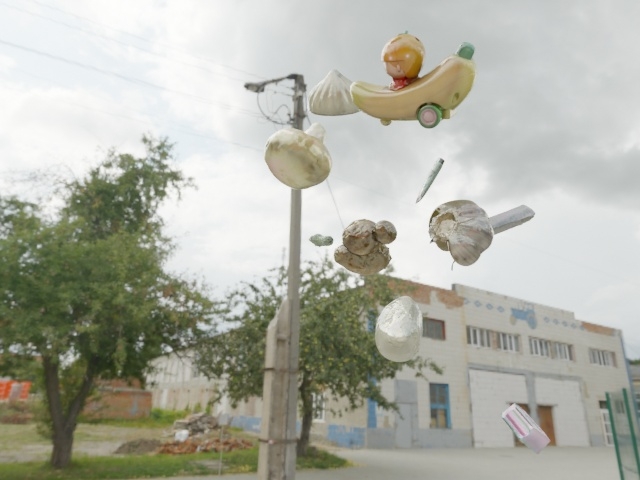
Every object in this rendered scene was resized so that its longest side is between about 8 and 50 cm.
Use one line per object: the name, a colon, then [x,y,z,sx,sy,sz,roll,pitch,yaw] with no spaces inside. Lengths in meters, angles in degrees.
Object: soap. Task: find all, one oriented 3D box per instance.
soap: [0.567,0.518,1.220,0.100,0.056,0.149,41,6,-9]

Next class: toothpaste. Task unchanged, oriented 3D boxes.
toothpaste: [0.493,-0.269,1.983,0.039,0.239,0.062,31,-12,-2]

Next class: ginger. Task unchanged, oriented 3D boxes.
ginger: [0.181,0.020,1.739,0.244,0.155,0.304,6,-31,-2]

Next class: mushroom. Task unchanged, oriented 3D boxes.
mushroom: [-0.089,-0.402,2.178,0.353,0.325,0.353,-28,-20,-11]

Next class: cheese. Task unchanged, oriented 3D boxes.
cheese: [0.258,0.304,1.444,0.154,0.198,0.189,0,-55,20]

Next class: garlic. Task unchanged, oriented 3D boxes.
garlic: [0.452,-0.002,1.490,0.207,0.207,0.257,8,-34,-16]

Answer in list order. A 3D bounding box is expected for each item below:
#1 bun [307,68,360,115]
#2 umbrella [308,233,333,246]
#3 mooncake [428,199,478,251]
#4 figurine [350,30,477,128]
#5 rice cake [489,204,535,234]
bun: [0.065,-0.653,1.917,0.263,0.263,0.175,-1,-60,7]
umbrella: [0.000,0.000,2.017,0.143,0.062,0.067,8,-6,45]
mooncake: [0.567,-0.065,1.839,0.234,0.117,0.235,-10,-45,-10]
figurine: [0.219,-0.397,1.089,0.324,0.124,0.222,8,-58,31]
rice cake: [0.670,-0.060,1.684,0.364,0.073,0.056,-19,-38,-17]
